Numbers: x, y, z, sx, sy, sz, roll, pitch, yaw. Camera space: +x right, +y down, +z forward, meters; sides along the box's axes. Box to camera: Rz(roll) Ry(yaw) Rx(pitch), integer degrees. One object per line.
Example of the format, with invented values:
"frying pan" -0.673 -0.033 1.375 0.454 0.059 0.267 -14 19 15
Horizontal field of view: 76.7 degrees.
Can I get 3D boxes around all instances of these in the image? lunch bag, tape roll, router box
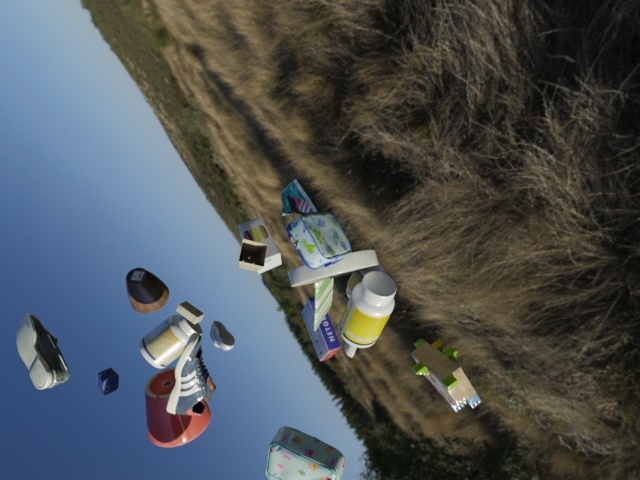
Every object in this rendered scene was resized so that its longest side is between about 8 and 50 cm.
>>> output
"lunch bag" -0.055 0.812 1.438 0.108 0.279 0.224 -38 -38 -62
"tape roll" 0.057 0.120 1.740 0.392 0.392 0.072 107 149 -81
"lunch bag" -0.877 0.574 1.664 0.065 0.067 0.098 25 113 29
"lunch bag" 0.000 0.000 1.277 0.176 0.090 0.219 60 -152 9
"router box" -0.002 0.538 2.466 0.301 0.082 0.335 112 138 -62

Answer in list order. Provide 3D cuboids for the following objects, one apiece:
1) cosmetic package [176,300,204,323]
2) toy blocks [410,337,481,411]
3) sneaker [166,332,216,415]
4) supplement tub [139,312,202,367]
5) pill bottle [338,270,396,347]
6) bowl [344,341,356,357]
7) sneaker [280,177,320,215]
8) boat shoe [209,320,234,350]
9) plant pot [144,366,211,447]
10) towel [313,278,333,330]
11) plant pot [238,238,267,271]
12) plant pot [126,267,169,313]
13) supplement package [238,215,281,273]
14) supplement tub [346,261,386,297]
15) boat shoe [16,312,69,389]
"cosmetic package" -0.611 0.338 1.899 0.115 0.041 0.060 32 -164 10
"toy blocks" 0.556 0.617 1.770 0.261 0.191 0.381 56 173 -12
"sneaker" -0.439 0.486 1.451 0.131 0.148 0.350 -82 10 -65
"supplement tub" -0.909 0.599 2.474 0.228 0.316 0.228 51 175 7
"pill bottle" 0.206 0.297 1.744 0.188 0.188 0.334 54 143 35
"bowl" 0.182 0.611 2.412 0.053 0.142 0.142 19 -174 -2
"sneaker" -0.118 -0.169 2.178 0.295 0.178 0.124 56 -170 -23
"boat shoe" -0.453 0.453 1.851 0.083 0.076 0.226 20 -173 -29
"plant pot" -0.643 0.715 1.781 0.275 0.275 0.243 -134 35 -62
"towel" 0.014 0.281 2.162 0.038 0.248 0.325 13 122 17
"plant pot" -0.295 0.073 1.712 0.096 0.109 0.109 128 152 -54
"plant pot" -0.980 0.256 2.243 0.215 0.215 0.230 54 158 31
"supplement package" -0.315 0.023 2.094 0.244 0.139 0.134 60 164 24
"supplement tub" 0.217 0.199 1.970 0.144 0.144 0.200 54 137 33
"boat shoe" -1.023 0.401 1.492 0.319 0.116 0.099 48 -164 25
